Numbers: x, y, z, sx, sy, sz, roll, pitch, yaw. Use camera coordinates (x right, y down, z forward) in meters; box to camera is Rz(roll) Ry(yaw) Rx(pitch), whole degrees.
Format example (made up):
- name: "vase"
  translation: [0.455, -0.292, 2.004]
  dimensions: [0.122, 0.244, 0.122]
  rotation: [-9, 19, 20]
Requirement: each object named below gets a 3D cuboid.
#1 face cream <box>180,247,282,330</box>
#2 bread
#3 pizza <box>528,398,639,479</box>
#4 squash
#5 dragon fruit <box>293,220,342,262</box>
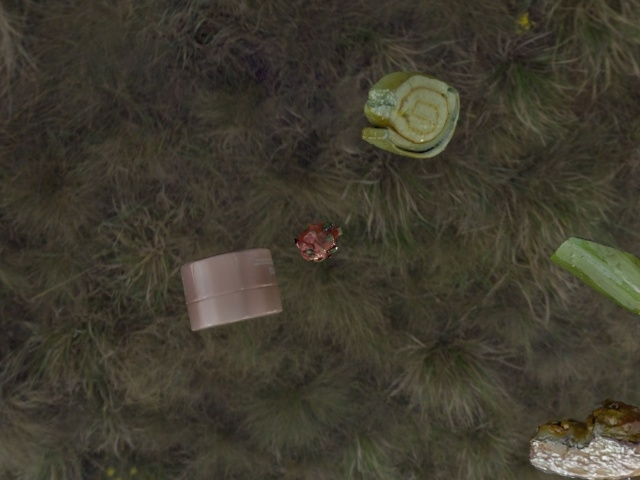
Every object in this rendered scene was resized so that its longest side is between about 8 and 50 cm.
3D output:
- name: "face cream"
  translation: [-0.143, 0.079, 0.918]
  dimensions: [0.149, 0.149, 0.104]
  rotation: [-12, 83, -3]
- name: "bread"
  translation: [0.127, -0.181, 0.818]
  dimensions: [0.156, 0.064, 0.118]
  rotation: [7, 109, -37]
- name: "pizza"
  translation: [0.460, 0.328, 0.938]
  dimensions: [0.161, 0.086, 0.305]
  rotation: [33, 145, -9]
- name: "squash"
  translation: [0.448, 0.057, 0.843]
  dimensions: [0.075, 0.200, 0.090]
  rotation: [-46, 164, -19]
- name: "dragon fruit"
  translation: [0.001, -0.002, 1.243]
  dimensions: [0.116, 0.081, 0.086]
  rotation: [-42, 126, -25]
